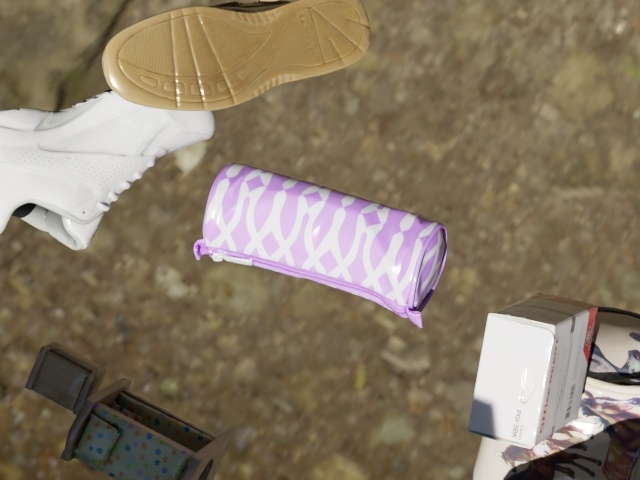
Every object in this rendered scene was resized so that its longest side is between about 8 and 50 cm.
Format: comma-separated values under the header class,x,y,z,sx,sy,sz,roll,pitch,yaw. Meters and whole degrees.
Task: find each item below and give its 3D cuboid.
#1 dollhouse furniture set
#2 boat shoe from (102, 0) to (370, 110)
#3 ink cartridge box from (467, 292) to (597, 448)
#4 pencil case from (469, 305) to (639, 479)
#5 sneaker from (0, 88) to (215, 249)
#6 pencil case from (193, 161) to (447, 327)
class,x,y,z,sx,sy,sz,roll,pitch,yaw
dollhouse furniture set,-0.199,0.205,1.562,0.182,0.101,0.161,26,103,10
boat shoe,-0.055,-0.109,1.082,0.059,0.170,0.063,-2,98,63
ink cartridge box,0.169,0.100,1.445,0.056,0.135,0.099,13,99,21
pencil case,0.222,0.256,1.683,0.183,0.160,0.410,29,117,32
sneaker,-0.182,-0.052,1.421,0.090,0.232,0.115,-22,84,63
pencil case,0.000,0.000,1.479,0.206,0.088,0.086,14,148,19
